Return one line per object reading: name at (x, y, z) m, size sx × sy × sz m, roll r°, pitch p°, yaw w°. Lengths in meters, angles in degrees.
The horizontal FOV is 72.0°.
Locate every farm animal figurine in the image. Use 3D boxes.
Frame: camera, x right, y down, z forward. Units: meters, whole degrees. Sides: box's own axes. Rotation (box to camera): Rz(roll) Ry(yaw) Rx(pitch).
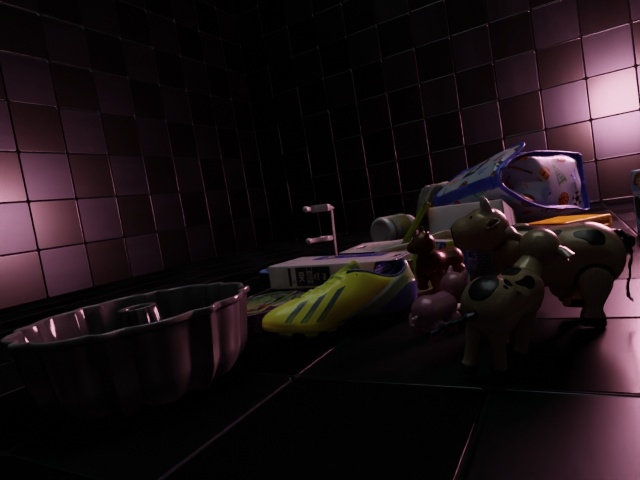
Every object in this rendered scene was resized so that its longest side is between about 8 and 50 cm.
farm animal figurine at (0.271, 0.029, 0.614) m, size 0.327 × 0.172 × 0.330 m, roll -3°, pitch 15°, yaw -2°

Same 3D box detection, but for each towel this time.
towel at (0.252, -0.008, 1.298) m, size 0.021 × 0.237 × 0.102 m, roll 29°, pitch 6°, yaw 2°

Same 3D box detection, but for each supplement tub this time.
supplement tub at (0.346, -0.047, 2.046) m, size 0.200 × 0.144 × 0.144 m, roll -12°, pitch 5°, yaw -39°

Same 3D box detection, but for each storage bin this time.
storage bin at (0.406, 0.042, 1.034) m, size 0.180 × 0.084 × 0.122 m, roll -12°, pitch 5°, yaw -25°

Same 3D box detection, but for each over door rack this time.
over door rack at (0.000, 0.000, 1.458) m, size 0.108 × 0.239 × 0.324 m, roll -7°, pitch 3°, yaw 4°

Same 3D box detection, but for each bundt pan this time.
bundt pan at (-0.260, 0.156, 0.647) m, size 0.331 × 0.124 × 0.331 m, roll -9°, pitch 3°, yaw 0°

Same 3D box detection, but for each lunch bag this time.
lunch bag at (0.632, -0.176, 1.500) m, size 0.385 × 0.239 × 0.328 m, roll -3°, pitch -8°, yaw -23°
lunch bag at (0.523, -0.122, 1.893) m, size 0.212 × 0.256 × 0.305 m, roll -9°, pitch 3°, yaw 5°

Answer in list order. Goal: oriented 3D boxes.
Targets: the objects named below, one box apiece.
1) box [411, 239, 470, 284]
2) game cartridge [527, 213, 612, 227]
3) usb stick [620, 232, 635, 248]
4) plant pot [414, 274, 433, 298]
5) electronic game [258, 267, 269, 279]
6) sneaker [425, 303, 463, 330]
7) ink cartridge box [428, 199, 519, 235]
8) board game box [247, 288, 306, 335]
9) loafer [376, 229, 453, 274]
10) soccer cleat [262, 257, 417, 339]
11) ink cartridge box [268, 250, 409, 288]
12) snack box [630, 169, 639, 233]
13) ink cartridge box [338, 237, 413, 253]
box at (0.272, 0.052, 1.013) m, size 0.042 × 0.109 × 0.178 m, roll -6°, pitch 3°, yaw -16°
game cartridge at (0.835, -0.047, 1.640) m, size 0.285 × 0.052 × 0.324 m, roll -10°, pitch 1°, yaw -10°
usb stick at (0.689, 0.005, 1.194) m, size 0.077 × 0.045 × 0.278 m, roll -3°, pitch 1°, yaw -27°
plant pot at (0.147, 0.115, 0.964) m, size 0.236 × 0.032 × 0.236 m, roll -10°, pitch 4°, yaw 1°
electronic game at (-0.115, 0.105, 1.632) m, size 0.229 × 0.048 × 0.229 m, roll -9°, pitch 3°, yaw 1°
sneaker at (0.203, 0.123, 0.708) m, size 0.109 × 0.040 × 0.044 m, roll -4°, pitch -8°, yaw -12°
ink cartridge box at (0.467, -0.034, 1.321) m, size 0.211 × 0.121 × 0.289 m, roll -6°, pitch -7°, yaw 30°
board game box at (-0.191, 0.166, 0.936) m, size 0.347 × 0.056 × 0.208 m, roll -10°, pitch 8°, yaw -17°
loafer at (0.237, 0.057, 1.151) m, size 0.268 × 0.092 × 0.102 m, roll -23°, pitch -28°, yaw 8°
soccer cleat at (0.034, 0.099, 0.790) m, size 0.289 × 0.121 × 0.093 m, roll -10°, pitch 4°, yaw -11°
ink cartridge box at (0.056, 0.071, 1.060) m, size 0.333 × 0.065 × 0.165 m, roll -6°, pitch 3°, yaw 31°
snack box at (0.962, -0.108, 1.126) m, size 0.060 × 0.187 × 0.322 m, roll -10°, pitch 4°, yaw -9°
ink cartridge box at (0.237, 0.042, 1.567) m, size 0.261 × 0.066 × 0.296 m, roll -8°, pitch 4°, yaw 23°
